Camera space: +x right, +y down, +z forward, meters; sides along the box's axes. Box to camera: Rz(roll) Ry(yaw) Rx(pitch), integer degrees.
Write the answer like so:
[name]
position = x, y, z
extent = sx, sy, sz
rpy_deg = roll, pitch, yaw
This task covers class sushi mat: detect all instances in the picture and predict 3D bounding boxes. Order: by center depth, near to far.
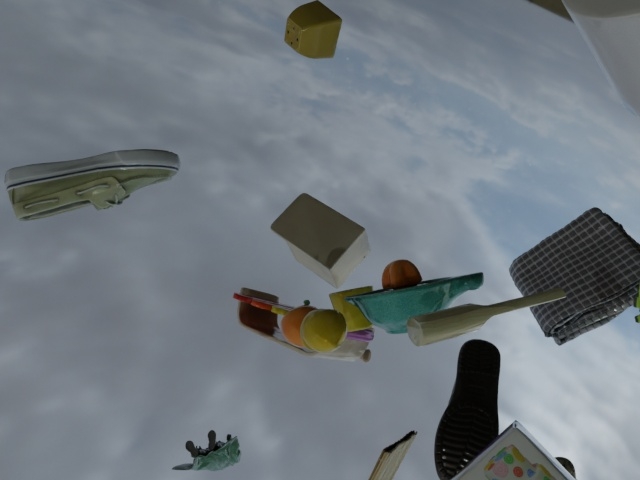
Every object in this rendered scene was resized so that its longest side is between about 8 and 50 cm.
[sushi mat]
position = 0.124, 0.579, 1.044
extent = 0.019, 0.316, 0.151
rpy_deg = 31, -162, 33

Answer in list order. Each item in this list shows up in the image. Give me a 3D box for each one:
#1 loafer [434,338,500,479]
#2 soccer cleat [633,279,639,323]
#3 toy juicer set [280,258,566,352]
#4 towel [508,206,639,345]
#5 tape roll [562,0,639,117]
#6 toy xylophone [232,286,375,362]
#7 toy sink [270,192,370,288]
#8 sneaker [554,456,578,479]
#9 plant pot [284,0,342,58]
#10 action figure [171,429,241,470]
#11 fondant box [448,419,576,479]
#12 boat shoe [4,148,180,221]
[loafer]
position = 0.379, 0.432, 1.128
extent = 0.134, 0.130, 0.366
rpy_deg = 11, -124, 27
[soccer cleat]
position = 0.710, 0.178, 0.891
extent = 0.093, 0.121, 0.289
rpy_deg = -46, -70, -29
[toy juicer set]
position = 0.080, 0.071, 0.550
extent = 0.209, 0.329, 0.089
rpy_deg = -6, -97, -41
[towel]
position = 0.619, 0.079, 1.089
extent = 0.121, 0.283, 0.235
rpy_deg = 35, -152, -28
[tape roll]
position = 0.404, -0.264, 0.464
extent = 0.169, 0.246, 0.246
rpy_deg = 36, -153, -31
[toy xylophone]
position = -0.029, 0.180, 0.953
extent = 0.322, 0.081, 0.236
rpy_deg = 12, 172, 37
[toy sink]
position = 0.000, 0.000, 1.288
extent = 0.234, 0.131, 0.153
rpy_deg = 32, -109, 29
[sneaker]
position = 0.404, 0.596, 0.921
extent = 0.158, 0.182, 0.410
rpy_deg = 19, -130, 41
[plant pot]
position = -0.022, -0.401, 0.881
extent = 0.083, 0.081, 0.081
rpy_deg = -25, -119, -31
[action figure]
position = -0.227, 0.471, 1.007
extent = 0.137, 0.232, 0.063
rpy_deg = -20, -122, -8
[fondant box]
position = 0.312, 0.463, 0.626
extent = 0.330, 0.238, 0.096
rpy_deg = 47, -171, 24
[boat shoe]
position = -0.410, -0.102, 0.849
extent = 0.302, 0.109, 0.094
rpy_deg = -11, -91, -10
